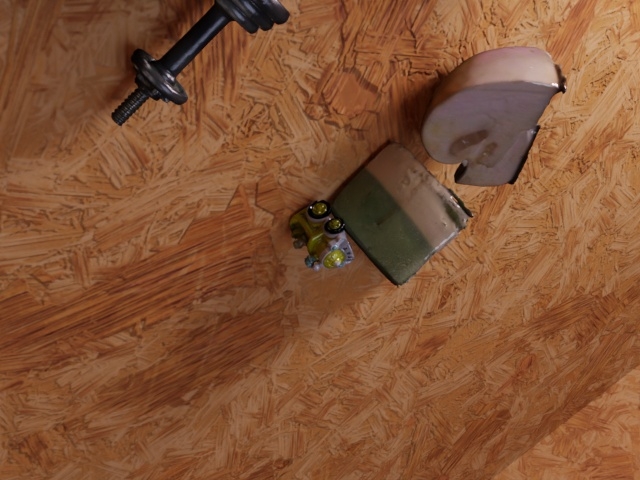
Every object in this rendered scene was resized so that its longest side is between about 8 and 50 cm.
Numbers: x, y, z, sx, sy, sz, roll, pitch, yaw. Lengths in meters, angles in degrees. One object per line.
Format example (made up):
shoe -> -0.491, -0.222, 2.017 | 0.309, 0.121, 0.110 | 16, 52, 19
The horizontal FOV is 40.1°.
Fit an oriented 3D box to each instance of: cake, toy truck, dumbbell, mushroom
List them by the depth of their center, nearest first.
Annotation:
dumbbell -> -0.138, -0.219, 0.965 | 0.254, 0.110, 0.110 | -44, 143, 9
toy truck -> 0.000, 0.000, 1.289 | 0.077, 0.111, 0.076 | -29, 140, -9
mushroom -> 0.233, -0.207, 1.312 | 0.173, 0.162, 0.236 | 8, 141, -6
cake -> 0.122, -0.040, 1.409 | 0.158, 0.172, 0.283 | -42, 177, 2
